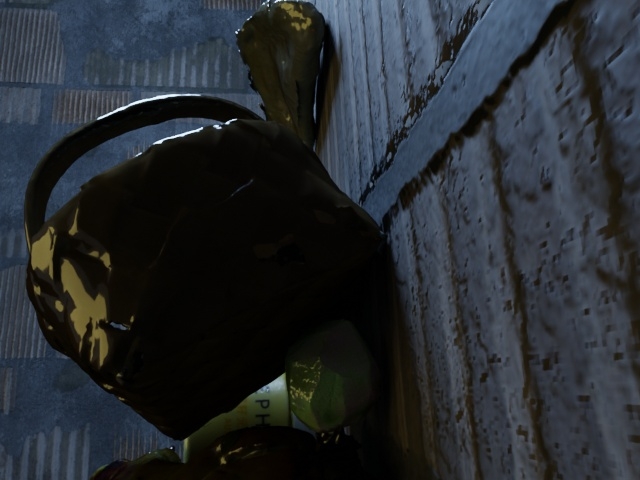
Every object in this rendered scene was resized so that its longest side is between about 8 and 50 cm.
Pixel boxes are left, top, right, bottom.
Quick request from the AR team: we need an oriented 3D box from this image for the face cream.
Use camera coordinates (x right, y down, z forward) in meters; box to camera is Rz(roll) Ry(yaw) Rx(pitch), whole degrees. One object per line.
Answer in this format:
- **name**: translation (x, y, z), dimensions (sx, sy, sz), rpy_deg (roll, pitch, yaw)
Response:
- **face cream**: translation (-0.074, 0.267, 0.703), dimensions (0.218, 0.179, 0.218), rpy_deg (179, 90, -83)

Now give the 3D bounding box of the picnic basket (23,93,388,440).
- **picnic basket**: translation (-0.134, -0.013, 0.525), dimensions (0.337, 0.293, 0.337), rpy_deg (50, 157, 31)

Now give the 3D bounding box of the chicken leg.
- **chicken leg**: translation (-0.074, 0.217, 0.459), dimensions (0.361, 0.211, 0.140), rpy_deg (1, 109, 58)

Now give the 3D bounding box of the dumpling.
- **dumpling**: translation (-0.043, -0.249, 0.783), dimensions (0.166, 0.086, 0.332), rpy_deg (53, 161, 15)

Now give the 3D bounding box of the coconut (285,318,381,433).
- **coconut**: translation (0.010, 0.112, 0.433), dimensions (0.082, 0.083, 0.081), rpy_deg (-39, -67, -49)
